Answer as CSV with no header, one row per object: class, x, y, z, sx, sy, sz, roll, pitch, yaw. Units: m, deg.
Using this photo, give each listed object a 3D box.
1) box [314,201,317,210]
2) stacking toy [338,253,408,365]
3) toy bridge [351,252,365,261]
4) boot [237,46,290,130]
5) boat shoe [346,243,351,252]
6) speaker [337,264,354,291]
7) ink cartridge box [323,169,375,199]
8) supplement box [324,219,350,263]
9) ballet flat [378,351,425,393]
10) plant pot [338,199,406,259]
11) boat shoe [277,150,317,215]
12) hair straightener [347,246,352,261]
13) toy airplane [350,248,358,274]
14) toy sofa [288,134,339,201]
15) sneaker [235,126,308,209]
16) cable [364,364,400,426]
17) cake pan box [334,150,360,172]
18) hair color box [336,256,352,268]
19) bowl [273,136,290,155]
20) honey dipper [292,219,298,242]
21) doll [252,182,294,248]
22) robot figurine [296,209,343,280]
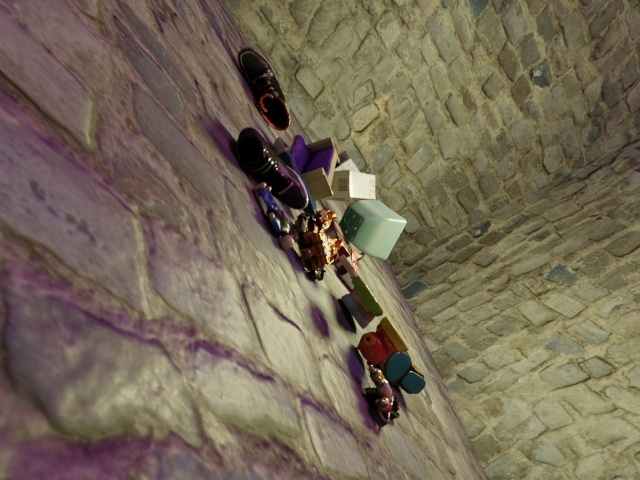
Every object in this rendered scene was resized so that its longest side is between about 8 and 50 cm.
box,-0.058,-0.186,1.834,0.116,0.029,0.162,55,10,-23
stacking toy,0.116,0.219,1.350,0.279,0.130,0.309,55,0,-29
toy bridge,0.198,0.084,2.235,0.026,0.063,0.188,62,11,9
boot,-0.254,-0.695,2.004,0.377,0.138,0.284,60,9,-33
boat shoe,0.136,0.037,2.138,0.035,0.035,0.100,55,12,-27
speaker,0.119,0.153,1.697,0.136,0.055,0.055,53,13,-38
ink cartridge box,0.088,-0.260,2.108,0.309,0.272,0.130,-6,96,-61
supplement box,0.043,-0.010,1.694,0.104,0.081,0.188,53,13,-36
ballet flat,0.265,0.440,1.508,0.348,0.123,0.123,49,15,-45
plant pot,0.236,-0.068,2.236,0.252,0.247,0.247,7,27,-42
boat shoe,-0.093,-0.181,1.507,0.258,0.089,0.109,64,2,14
hair straightener,0.138,0.122,1.883,0.089,0.047,0.230,45,19,-55
toy airplane,0.152,0.101,2.056,0.151,0.028,0.151,-15,90,-73
toy sofa,-0.031,-0.307,1.708,0.362,0.150,0.177,-78,149,-57
sneaker,-0.147,-0.193,1.247,0.295,0.104,0.147,52,14,-13
cable,0.192,0.452,1.184,0.287,0.072,0.139,50,20,-46
cake pan box,0.081,-0.356,2.366,0.070,0.246,0.267,61,11,21
hair color box,0.084,0.061,1.778,0.093,0.053,0.167,55,13,-24
bowl,-0.143,-0.344,1.786,0.142,0.053,0.142,64,10,21
honey dipper,-0.072,-0.027,1.341,0.030,0.030,0.160,57,14,-18
doll,-0.117,-0.063,1.166,0.189,0.046,0.129,63,12,18
robot figurine,0.000,0.000,1.333,0.291,0.085,0.211,-54,129,-71
